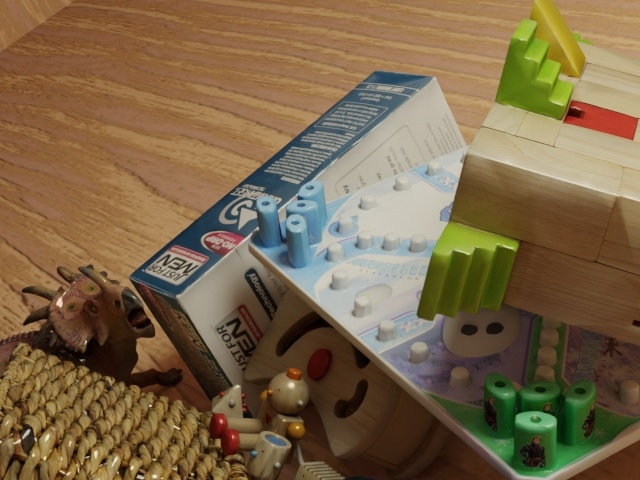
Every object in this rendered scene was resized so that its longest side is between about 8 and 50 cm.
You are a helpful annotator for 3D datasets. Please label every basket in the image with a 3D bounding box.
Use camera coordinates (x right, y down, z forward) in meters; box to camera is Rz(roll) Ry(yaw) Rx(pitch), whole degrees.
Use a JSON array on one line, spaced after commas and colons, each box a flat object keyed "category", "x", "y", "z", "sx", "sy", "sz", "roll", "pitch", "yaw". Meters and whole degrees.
[{"category": "basket", "x": -0.197, "y": 0.239, "z": 1.052, "sx": 0.299, "sy": 0.223, "sz": 0.213, "roll": -143, "pitch": 76, "yaw": -79}]

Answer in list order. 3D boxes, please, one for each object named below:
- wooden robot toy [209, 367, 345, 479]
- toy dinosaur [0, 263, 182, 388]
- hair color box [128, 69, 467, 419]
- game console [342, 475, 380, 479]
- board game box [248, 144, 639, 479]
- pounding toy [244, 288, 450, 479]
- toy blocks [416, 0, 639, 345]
[{"category": "wooden robot toy", "x": -0.037, "y": 0.143, "z": 1.041, "sx": 0.173, "sy": 0.076, "sz": 0.079, "roll": 40, "pitch": 112, "yaw": 54}, {"category": "toy dinosaur", "x": -0.271, "y": 0.126, "z": 1.271, "sx": 0.295, "sy": 0.200, "sz": 0.127, "roll": -23, "pitch": 30, "yaw": 12}, {"category": "hair color box", "x": 0.000, "y": 0.000, "z": 1.262, "sx": 0.347, "sy": 0.174, "sz": 0.105, "roll": -41, "pitch": 31, "yaw": -22}, {"category": "game console", "x": 0.076, "y": 0.301, "z": 0.736, "sx": 0.293, "sy": 0.250, "sz": 0.173, "roll": 4, "pitch": 16, "yaw": 44}, {"category": "board game box", "x": 0.196, "y": 0.000, "z": 1.039, "sx": 0.390, "sy": 0.050, "sz": 0.390, "roll": -22, "pitch": 36, "yaw": -24}, {"category": "pounding toy", "x": 0.068, "y": 0.130, "z": 1.106, "sx": 0.269, "sy": 0.155, "sz": 0.154, "roll": -3, "pitch": 66, "yaw": 53}, {"category": "toy blocks", "x": 0.244, "y": -0.034, "z": 0.902, "sx": 0.261, "sy": 0.191, "sz": 0.381, "roll": 18, "pitch": 28, "yaw": 11}]
